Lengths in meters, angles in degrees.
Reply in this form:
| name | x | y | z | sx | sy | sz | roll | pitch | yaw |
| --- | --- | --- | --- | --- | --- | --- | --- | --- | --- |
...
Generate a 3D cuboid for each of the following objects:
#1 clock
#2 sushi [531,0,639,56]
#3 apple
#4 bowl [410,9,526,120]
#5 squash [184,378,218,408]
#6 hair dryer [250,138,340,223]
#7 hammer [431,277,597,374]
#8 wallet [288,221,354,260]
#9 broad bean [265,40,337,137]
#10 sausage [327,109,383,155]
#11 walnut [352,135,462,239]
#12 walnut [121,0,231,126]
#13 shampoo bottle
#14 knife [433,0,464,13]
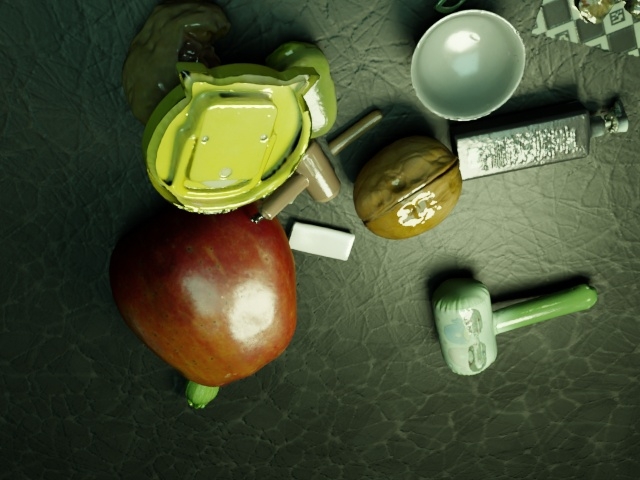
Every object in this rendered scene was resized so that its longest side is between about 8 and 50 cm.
| name | x | y | z | sx | sy | sz | roll | pitch | yaw |
| --- | --- | --- | --- | --- | --- | --- | --- | --- | --- |
| clock | -0.149 | -0.170 | 1.252 | 0.277 | 0.071 | 0.293 | 0 | 134 | -34 |
| sushi | 0.489 | -0.417 | 1.261 | 0.220 | 0.047 | 0.231 | 9 | 121 | -9 |
| apple | -0.213 | 0.092 | 1.471 | 0.329 | 0.295 | 0.365 | -6 | 119 | 47 |
| bowl | 0.239 | -0.303 | 1.297 | 0.189 | 0.086 | 0.189 | -1 | 124 | -1 |
| squash | -0.230 | 0.271 | 1.642 | 0.077 | 0.068 | 0.219 | 18 | 119 | -20 |
| hair dryer | -0.053 | -0.087 | 1.388 | 0.182 | 0.064 | 0.117 | -43 | 122 | -17 |
| hammer | 0.399 | 0.145 | 1.586 | 0.336 | 0.119 | 0.206 | -15 | 123 | -2 |
| wallet | 0.000 | 0.000 | 1.510 | 0.122 | 0.025 | 0.061 | 12 | 123 | -11 |
| broad bean | -0.034 | -0.252 | 1.314 | 0.124 | 0.082 | 0.174 | -5 | 121 | -3 |
| sausage | 0.063 | -0.194 | 1.391 | 0.116 | 0.026 | 0.026 | -35 | 118 | 17 |
| walnut | 0.155 | -0.093 | 1.383 | 0.207 | 0.167 | 0.167 | -33 | 118 | 17 |
| walnut | -0.233 | -0.259 | 1.267 | 0.204 | 0.141 | 0.238 | -9 | 120 | 7 |
| shampoo bottle | 0.392 | -0.183 | 1.390 | 0.310 | 0.071 | 0.098 | -10 | 121 | 3 |
| knife | 0.295 | -0.467 | 1.235 | 0.043 | 0.020 | 0.293 | 37 | 114 | -26 |
